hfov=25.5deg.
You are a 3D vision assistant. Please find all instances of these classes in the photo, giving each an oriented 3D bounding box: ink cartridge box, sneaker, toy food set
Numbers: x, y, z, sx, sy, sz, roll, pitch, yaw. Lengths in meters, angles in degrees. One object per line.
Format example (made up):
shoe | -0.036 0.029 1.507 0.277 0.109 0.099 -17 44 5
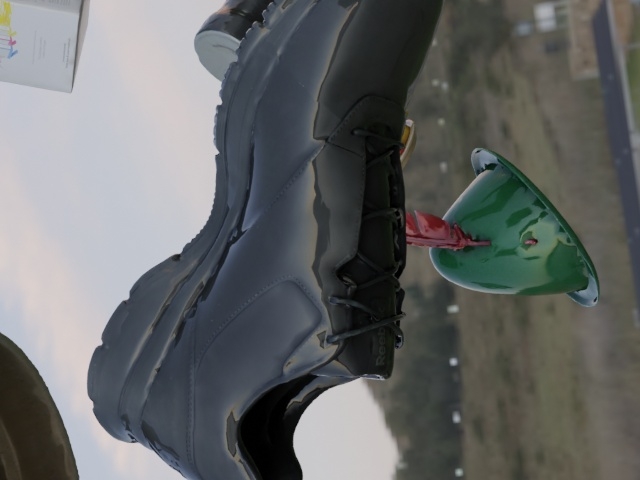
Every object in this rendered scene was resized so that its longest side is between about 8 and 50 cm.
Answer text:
ink cartridge box | -0.260 -0.191 1.132 0.090 0.143 0.092 107 170 -49
sneaker | 0.000 0.000 0.688 0.109 0.130 0.286 6 -67 -53
toy food set | 0.044 -0.060 1.080 0.020 0.083 0.083 34 -135 -14

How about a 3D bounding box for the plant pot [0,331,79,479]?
plant pot | -0.442 0.274 1.369 0.334 0.305 0.334 -15 -90 -74

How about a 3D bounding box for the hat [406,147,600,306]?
hat | 0.121 0.030 1.300 0.208 0.183 0.173 48 170 35

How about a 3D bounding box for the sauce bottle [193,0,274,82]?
sauce bottle | 0.009 -0.271 1.203 0.344 0.111 0.111 -58 -31 -29
